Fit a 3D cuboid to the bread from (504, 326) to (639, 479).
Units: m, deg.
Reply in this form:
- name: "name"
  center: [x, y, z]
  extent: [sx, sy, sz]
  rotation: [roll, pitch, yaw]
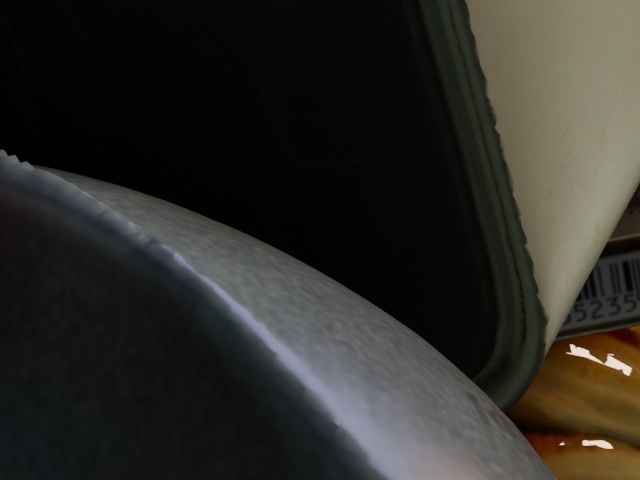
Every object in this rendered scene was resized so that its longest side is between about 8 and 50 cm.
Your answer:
- name: "bread"
  center: [0.116, 0.111, 0.960]
  extent: [0.324, 0.167, 0.277]
  rotation: [24, 0, -37]

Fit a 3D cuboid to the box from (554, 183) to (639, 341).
- name: "box"
  center: [0.000, 0.001, 0.828]
  extent: [0.325, 0.047, 0.180]
  rotation: [-10, 27, 4]

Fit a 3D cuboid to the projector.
- name: "projector"
  center: [-0.009, -0.104, 0.693]
  extent: [0.248, 0.249, 0.248]
  rotation: [1, -54, 29]

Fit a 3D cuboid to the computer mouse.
- name: "computer mouse"
  center: [-0.050, 0.054, 0.567]
  extent: [0.374, 0.114, 0.203]
  rotation: [24, -14, 31]
